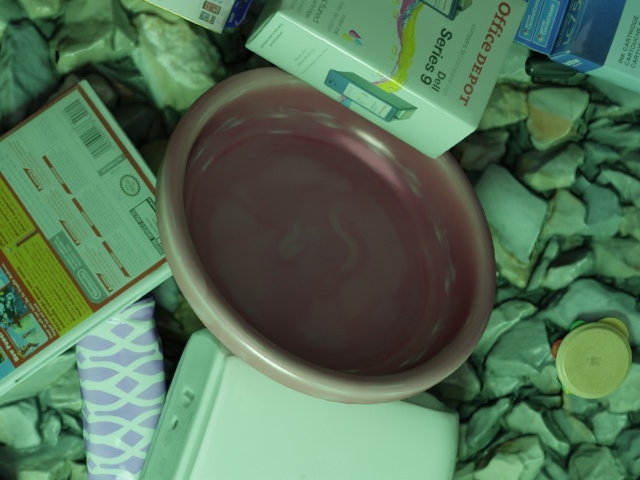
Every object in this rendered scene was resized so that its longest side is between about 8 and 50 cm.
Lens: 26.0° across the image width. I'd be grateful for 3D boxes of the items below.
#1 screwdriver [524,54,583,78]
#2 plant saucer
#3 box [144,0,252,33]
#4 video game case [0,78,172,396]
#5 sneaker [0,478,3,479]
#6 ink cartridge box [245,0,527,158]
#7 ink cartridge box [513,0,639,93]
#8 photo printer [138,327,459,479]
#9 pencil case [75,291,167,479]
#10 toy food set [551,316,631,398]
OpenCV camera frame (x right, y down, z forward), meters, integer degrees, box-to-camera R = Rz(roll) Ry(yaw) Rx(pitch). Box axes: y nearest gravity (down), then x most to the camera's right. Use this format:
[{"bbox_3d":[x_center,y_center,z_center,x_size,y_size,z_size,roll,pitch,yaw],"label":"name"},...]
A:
[{"bbox_3d":[0.285,-0.171,1.373,0.170,0.025,0.024,0,99,-8],"label":"screwdriver"},{"bbox_3d":[0.000,0.000,1.256,0.332,0.084,0.332,15,56,-22],"label":"plant saucer"},{"bbox_3d":[-0.126,-0.251,1.299,0.136,0.028,0.081,22,95,-9],"label":"box"},{"bbox_3d":[-0.277,0.010,1.271,0.285,0.025,0.204,-35,76,-4],"label":"video game case"},{"bbox_3d":[-0.449,0.286,1.285,0.321,0.124,0.180,-35,72,-26],"label":"sneaker"},{"bbox_3d":[0.064,-0.198,1.277,0.212,0.093,0.154,31,67,-13],"label":"ink cartridge box"},{"bbox_3d":[0.350,-0.230,1.346,0.311,0.065,0.185,19,88,-9],"label":"ink cartridge box"},{"bbox_3d":[-0.015,0.238,1.315,0.308,0.107,0.256,19,91,-30],"label":"photo printer"},{"bbox_3d":[-0.187,0.147,1.321,0.086,0.088,0.206,-2,100,0],"label":"pencil case"},{"bbox_3d":[0.278,0.121,1.419,0.083,0.020,0.083,-8,100,-7],"label":"toy food set"}]
